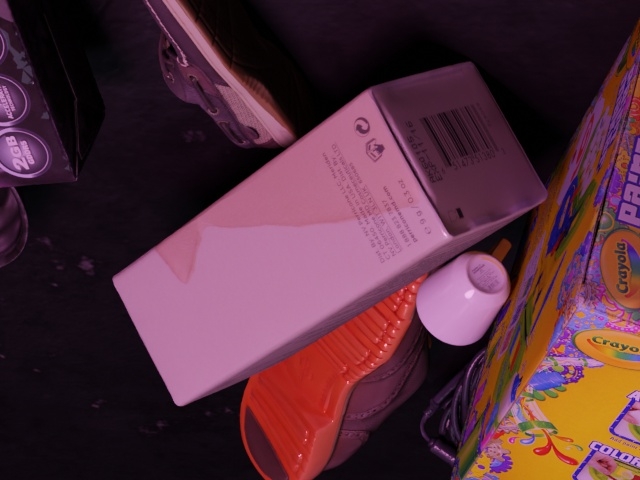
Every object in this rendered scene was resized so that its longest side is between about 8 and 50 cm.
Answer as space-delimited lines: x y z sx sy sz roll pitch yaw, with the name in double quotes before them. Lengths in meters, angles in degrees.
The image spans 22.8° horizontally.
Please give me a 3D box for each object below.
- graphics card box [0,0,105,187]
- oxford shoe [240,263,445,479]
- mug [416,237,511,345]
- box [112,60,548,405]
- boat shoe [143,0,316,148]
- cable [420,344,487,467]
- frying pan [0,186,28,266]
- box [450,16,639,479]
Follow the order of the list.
"graphics card box" -0.361 -0.140 1.119 0.371 0.094 0.233 -4 128 14
"oxford shoe" 0.040 0.071 1.392 0.133 0.130 0.363 -17 149 -37
"mug" 0.113 0.032 1.206 0.062 0.078 0.064 11 151 -15
"box" 0.000 0.000 1.206 0.311 0.121 0.148 -33 172 37
"boat shoe" -0.081 -0.130 1.136 0.073 0.080 0.223 -18 142 22
"cable" 0.188 0.166 1.465 0.150 0.047 0.184 47 116 6
"frying pan" -0.375 -0.041 1.325 0.326 0.053 0.197 -9 132 35
"box" 0.238 0.035 1.109 0.177 0.290 0.279 21 144 1
